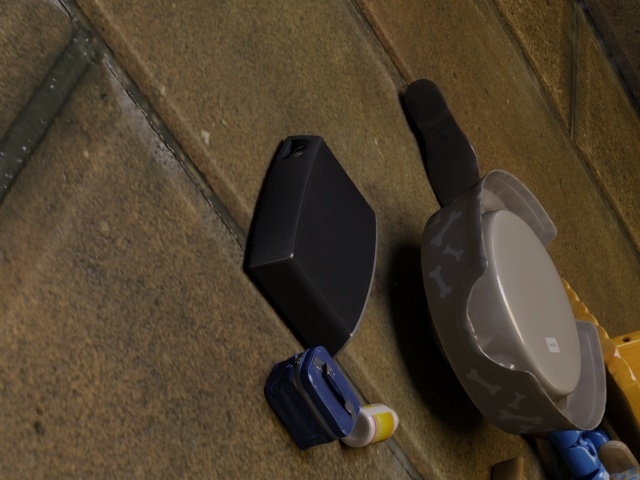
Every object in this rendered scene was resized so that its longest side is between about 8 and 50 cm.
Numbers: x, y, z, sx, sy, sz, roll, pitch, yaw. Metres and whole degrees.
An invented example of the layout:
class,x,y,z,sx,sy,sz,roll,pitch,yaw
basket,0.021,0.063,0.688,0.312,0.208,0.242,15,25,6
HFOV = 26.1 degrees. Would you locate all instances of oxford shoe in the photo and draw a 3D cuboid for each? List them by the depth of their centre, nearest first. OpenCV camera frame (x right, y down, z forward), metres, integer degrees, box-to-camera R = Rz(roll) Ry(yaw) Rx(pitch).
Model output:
class,x,y,z,sx,sy,sz,roll,pitch,yaw
oxford shoe,0.189,-0.134,2.035,0.076,0.076,0.212,15,56,-75

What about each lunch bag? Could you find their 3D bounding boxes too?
class,x,y,z,sx,sy,sz,roll,pitch,yaw
lunch bag,-0.005,0.155,1.396,0.098,0.065,0.067,58,26,-20

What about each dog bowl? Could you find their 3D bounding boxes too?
class,x,y,z,sx,sy,sz,roll,pitch,yaw
dog bowl,0.246,0.089,1.770,0.349,0.102,0.349,43,35,-40

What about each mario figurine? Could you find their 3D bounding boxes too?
class,x,y,z,sx,sy,sz,roll,pitch,yaw
mario figurine,0.389,0.385,1.976,0.320,0.198,0.170,63,-18,10

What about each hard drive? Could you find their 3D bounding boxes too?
class,x,y,z,sx,sy,sz,roll,pitch,yaw
hard drive,0.000,0.000,1.552,0.172,0.054,0.255,54,27,-26

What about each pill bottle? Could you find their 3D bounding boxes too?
class,x,y,z,sx,sy,sz,roll,pitch,yaw
pill bottle,0.054,0.200,1.504,0.083,0.043,0.043,4,66,-63

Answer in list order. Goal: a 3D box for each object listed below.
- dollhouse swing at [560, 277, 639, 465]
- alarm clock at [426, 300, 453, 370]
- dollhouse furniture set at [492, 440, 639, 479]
class,x,y,z,sx,sy,sz,roll,pitch,yaw
dollhouse swing,0.544,0.195,2.097,0.347,0.315,0.305,-114,-170,-61
alarm clock,0.181,0.118,1.806,0.129,0.064,0.192,67,22,0
dollhouse furniture set,0.361,0.341,1.763,0.161,0.242,0.212,54,27,-26
